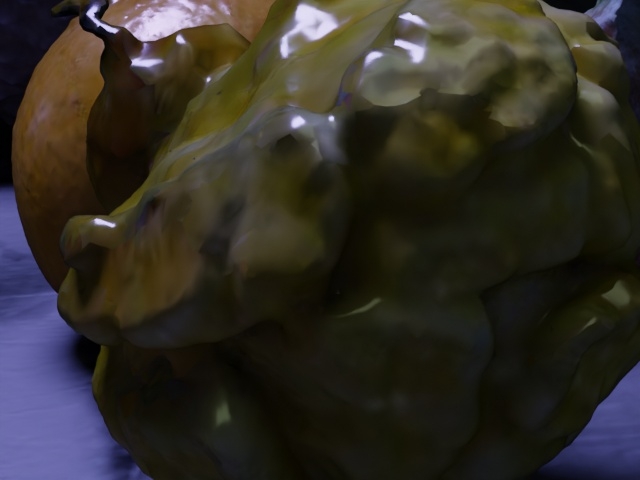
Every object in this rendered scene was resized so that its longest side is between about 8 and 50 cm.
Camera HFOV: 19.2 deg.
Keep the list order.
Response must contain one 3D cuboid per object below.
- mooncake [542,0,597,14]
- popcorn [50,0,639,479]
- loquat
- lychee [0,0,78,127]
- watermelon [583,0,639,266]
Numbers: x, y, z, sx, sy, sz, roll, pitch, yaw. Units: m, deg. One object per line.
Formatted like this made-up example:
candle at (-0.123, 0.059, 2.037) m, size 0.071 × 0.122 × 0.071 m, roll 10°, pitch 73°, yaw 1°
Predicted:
mooncake at (0.223, -0.247, 1.041) m, size 0.351 × 0.351 × 0.187 m, roll -11°, pitch 17°, yaw -23°
popcorn at (0.005, -0.008, 0.541) m, size 0.173 × 0.168 × 0.195 m, roll 26°, pitch 13°, yaw -18°
loquat at (-0.049, -0.032, 0.700) m, size 0.141 × 0.141 × 0.141 m, roll -4°, pitch 16°, yaw 1°
lychee at (-0.149, -0.193, 1.016) m, size 0.300 × 0.300 × 0.300 m, roll -4°, pitch 16°, yaw 1°
watermelon at (0.094, 0.009, 0.691) m, size 0.121 × 0.158 × 0.098 m, roll 36°, pitch -19°, yaw -23°
